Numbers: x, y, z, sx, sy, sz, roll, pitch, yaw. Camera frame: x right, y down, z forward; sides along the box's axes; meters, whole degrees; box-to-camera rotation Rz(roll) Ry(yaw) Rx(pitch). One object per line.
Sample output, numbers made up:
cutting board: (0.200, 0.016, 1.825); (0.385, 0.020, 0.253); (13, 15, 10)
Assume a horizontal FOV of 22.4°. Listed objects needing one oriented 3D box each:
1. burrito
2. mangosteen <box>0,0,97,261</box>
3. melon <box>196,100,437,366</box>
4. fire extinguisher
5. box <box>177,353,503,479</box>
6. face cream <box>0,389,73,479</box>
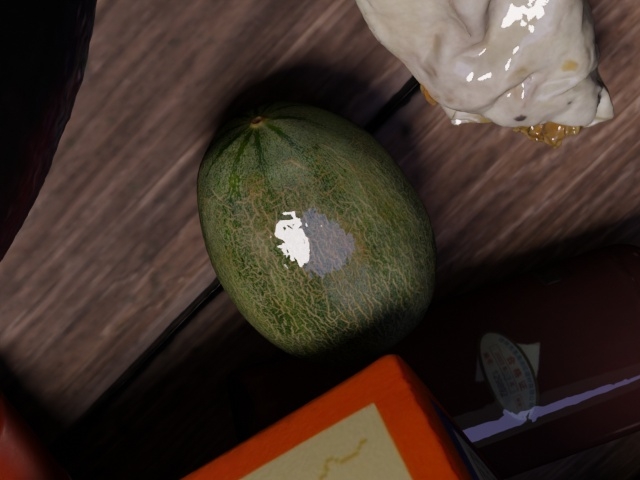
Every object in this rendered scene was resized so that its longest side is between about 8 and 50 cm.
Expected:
burrito: (0.046, -0.181, 0.754); (0.117, 0.076, 0.392); (-25, 131, 4)
mangosteen: (-0.267, -0.075, 0.536); (0.382, 0.382, 0.435); (-17, 169, -12)
melon: (0.000, 0.000, 0.850); (0.114, 0.114, 0.167); (-33, 129, 3)
fire extinguisher: (0.116, 0.073, 0.964); (0.337, 0.114, 0.135); (-17, 124, -12)
box: (0.014, 0.296, 0.858); (0.319, 0.257, 0.348); (-31, 145, 4)
face cream: (-0.174, 0.173, 0.921); (0.096, 0.096, 0.214); (-28, 133, -2)
